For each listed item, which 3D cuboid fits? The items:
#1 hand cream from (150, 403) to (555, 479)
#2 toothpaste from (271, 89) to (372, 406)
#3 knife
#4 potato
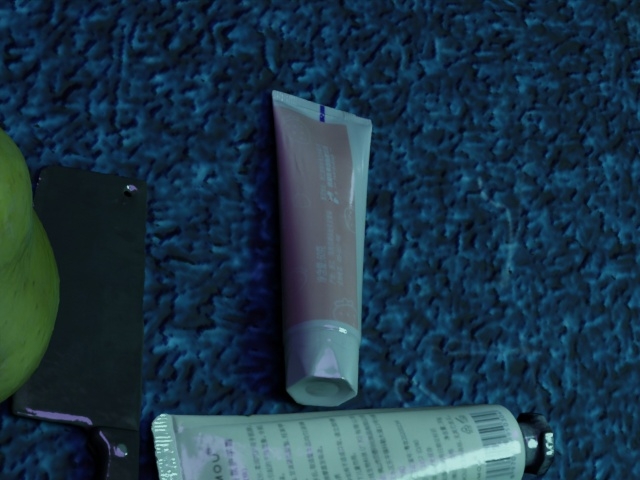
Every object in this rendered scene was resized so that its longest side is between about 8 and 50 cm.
[{"bbox_3d":[0.022,0.124,0.905,0.234,0.050,0.080,-3,70,-26],"label":"hand cream"},{"bbox_3d":[0.000,0.000,0.952,0.067,0.043,0.194,14,56,-21],"label":"toothpaste"},{"bbox_3d":[-0.125,0.071,0.861,0.072,0.019,0.245,9,61,-22],"label":"knife"},{"bbox_3d":[-0.186,0.006,0.749,0.157,0.194,0.157,8,66,-20],"label":"potato"}]
